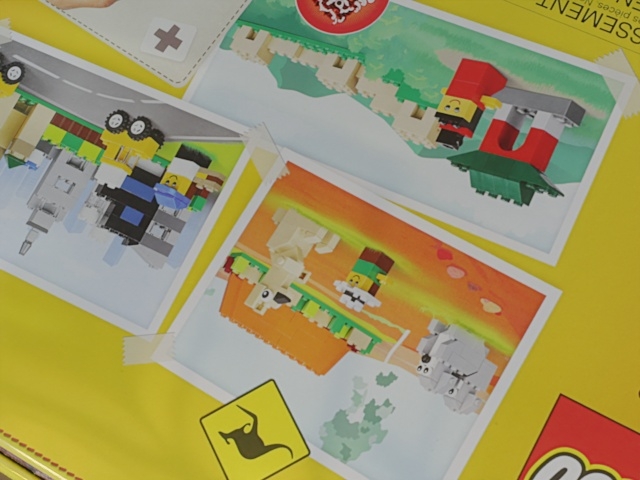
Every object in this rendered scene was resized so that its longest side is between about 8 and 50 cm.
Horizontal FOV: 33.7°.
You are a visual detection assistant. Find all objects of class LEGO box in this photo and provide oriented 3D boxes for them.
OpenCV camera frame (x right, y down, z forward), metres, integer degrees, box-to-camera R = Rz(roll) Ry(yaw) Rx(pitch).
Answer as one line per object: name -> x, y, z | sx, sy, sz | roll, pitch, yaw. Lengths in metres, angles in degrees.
LEGO box -> 0.000, 0.000, 0.593 | 0.372, 0.500, 0.193 | -60, 163, -11
